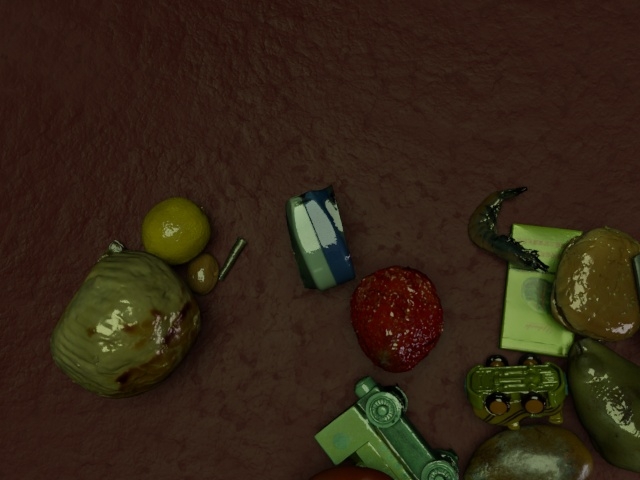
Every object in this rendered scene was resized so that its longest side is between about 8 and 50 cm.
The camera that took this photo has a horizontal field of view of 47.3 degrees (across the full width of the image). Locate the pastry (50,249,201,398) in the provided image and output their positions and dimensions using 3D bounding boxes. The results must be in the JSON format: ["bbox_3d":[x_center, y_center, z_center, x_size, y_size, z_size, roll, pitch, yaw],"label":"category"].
[{"bbox_3d":[-0.475,0.219,1.845,0.313,0.388,0.388,29,85,-2],"label":"pastry"}]

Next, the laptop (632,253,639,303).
[{"bbox_3d":[0.852,0.147,1.828,0.188,0.015,0.268,-16,97,-35],"label":"laptop"}]

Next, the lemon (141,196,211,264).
[{"bbox_3d":[-0.391,-0.022,1.962,0.203,0.178,0.178,-40,80,-15],"label":"lemon"}]

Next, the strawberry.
[{"bbox_3d":[0.185,0.206,1.825,0.258,0.276,0.257,5,119,9],"label":"strawberry"}]

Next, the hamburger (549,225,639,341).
[{"bbox_3d":[0.708,0.108,1.835,0.260,0.144,0.283,13,77,-13],"label":"hamburger"}]

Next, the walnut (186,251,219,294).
[{"bbox_3d":[-0.328,0.087,1.998,0.091,0.052,0.121,1,79,18],"label":"walnut"}]

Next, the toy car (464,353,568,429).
[{"bbox_3d":[0.490,0.391,1.829,0.248,0.200,0.142,-5,112,19],"label":"toy car"}]

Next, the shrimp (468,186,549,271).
[{"bbox_3d":[0.514,-0.038,1.899,0.262,0.051,0.198,36,99,37],"label":"shrimp"}]

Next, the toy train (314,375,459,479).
[{"bbox_3d":[0.178,0.546,1.847,0.253,0.160,0.397,-40,81,7],"label":"toy train"}]

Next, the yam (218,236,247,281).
[{"bbox_3d":[-0.249,0.051,2.015,0.033,0.027,0.129,34,86,-30],"label":"yam"}]

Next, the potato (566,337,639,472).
[{"bbox_3d":[0.719,0.397,1.785,0.218,0.202,0.350,-32,88,-35],"label":"potato"}]

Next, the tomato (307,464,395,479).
[{"bbox_3d":[0.069,0.696,1.675,0.342,0.273,0.341,3,98,19],"label":"tomato"}]

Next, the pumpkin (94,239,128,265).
[{"bbox_3d":[-0.577,0.057,2.043,0.073,0.035,0.101,41,84,-2],"label":"pumpkin"}]

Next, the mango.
[{"bbox_3d":[0.512,0.559,1.819,0.317,0.146,0.192,-11,76,9],"label":"mango"}]

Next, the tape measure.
[{"bbox_3d":[-0.002,-0.002,1.892,0.138,0.259,0.261,-15,85,3],"label":"tape measure"}]

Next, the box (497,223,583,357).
[{"bbox_3d":[0.579,0.130,1.922,0.187,0.047,0.334,7,82,6],"label":"box"}]
